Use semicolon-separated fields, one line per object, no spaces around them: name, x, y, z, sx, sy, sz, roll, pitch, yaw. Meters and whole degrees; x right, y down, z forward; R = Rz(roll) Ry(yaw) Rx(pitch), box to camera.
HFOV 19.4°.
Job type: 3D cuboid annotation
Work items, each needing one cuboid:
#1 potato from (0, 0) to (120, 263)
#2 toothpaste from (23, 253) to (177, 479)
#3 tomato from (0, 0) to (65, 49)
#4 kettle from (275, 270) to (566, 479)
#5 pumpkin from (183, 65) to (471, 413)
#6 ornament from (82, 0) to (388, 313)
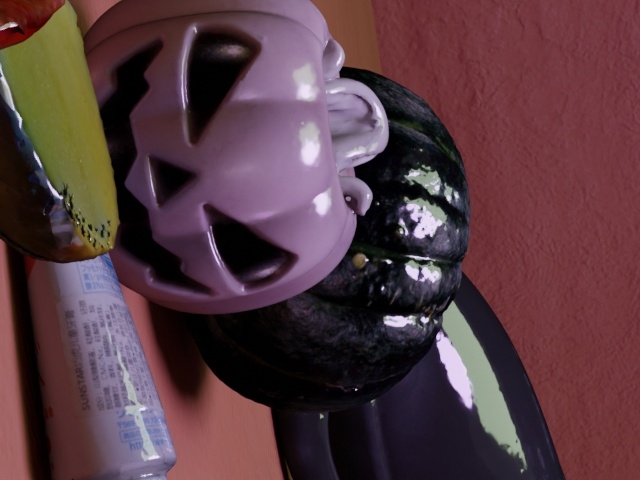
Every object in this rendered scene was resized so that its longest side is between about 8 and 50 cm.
potato;-0.136;-0.079;0.763;0.119;0.054;0.198;-87;162;-53
toothpaste;-0.108;0.037;0.861;0.089;0.057;0.234;57;19;-77
tomato;-0.155;-0.155;0.539;0.228;0.101;0.228;-15;90;-70
kettle;0.063;0.142;1.560;0.268;0.207;0.290;-44;125;-46
pumpkin;0.000;0.000;1.155;0.220;0.162;0.220;-170;-90;-78
ornament;-0.046;-0.051;0.978;0.177;0.178;0.177;-8;90;-82
